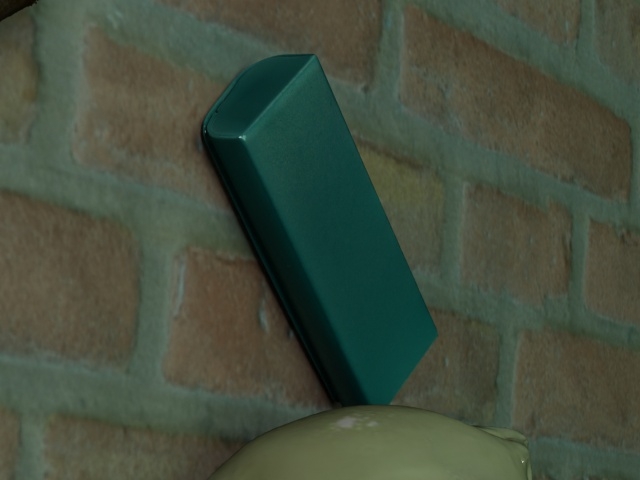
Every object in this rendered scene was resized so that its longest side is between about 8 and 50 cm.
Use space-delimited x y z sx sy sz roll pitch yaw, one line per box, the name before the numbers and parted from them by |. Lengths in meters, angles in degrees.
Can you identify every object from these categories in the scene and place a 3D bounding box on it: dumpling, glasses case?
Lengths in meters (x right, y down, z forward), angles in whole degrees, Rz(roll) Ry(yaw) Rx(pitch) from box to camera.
dumpling | 0.028 0.287 1.336 0.395 0.233 0.316 -4 94 -42
glasses case | -0.001 0.001 1.441 0.117 0.070 0.301 -51 131 -37

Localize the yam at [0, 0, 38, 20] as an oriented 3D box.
yam | -0.216 -0.173 1.112 0.141 0.079 0.079 -41 122 -52
